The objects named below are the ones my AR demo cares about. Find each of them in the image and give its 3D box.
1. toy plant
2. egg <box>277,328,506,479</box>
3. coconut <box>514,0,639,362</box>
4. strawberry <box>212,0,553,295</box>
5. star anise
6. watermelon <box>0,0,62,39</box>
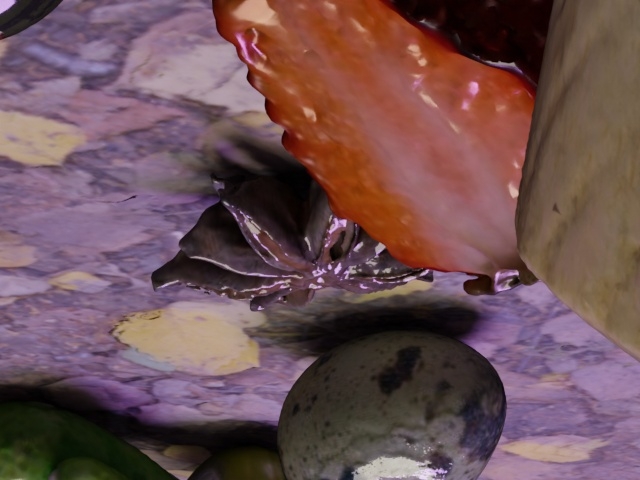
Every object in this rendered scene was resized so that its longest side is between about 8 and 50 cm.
[{"bbox_3d":[-0.159,0.229,1.498,0.316,0.184,0.224,23,169,-19],"label":"toy plant"},{"bbox_3d":[0.053,0.133,1.272,0.182,0.141,0.141,-29,143,32],"label":"egg"},{"bbox_3d":[0.215,-0.037,0.631,0.329,0.328,0.329,2,157,1],"label":"coconut"},{"bbox_3d":[0.061,-0.086,0.828,0.190,0.111,0.236,-9,133,50],"label":"strawberry"},{"bbox_3d":[0.000,0.000,1.069,0.182,0.065,0.195,8,152,-26],"label":"star anise"},{"bbox_3d":[-0.159,-0.125,0.723,0.133,0.105,0.105,-24,151,10],"label":"watermelon"}]
